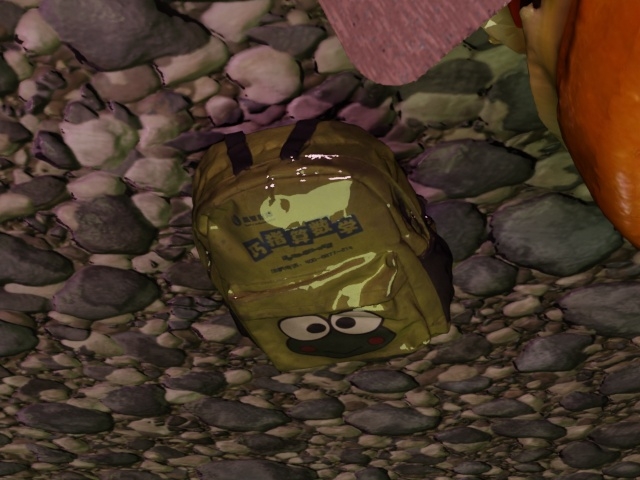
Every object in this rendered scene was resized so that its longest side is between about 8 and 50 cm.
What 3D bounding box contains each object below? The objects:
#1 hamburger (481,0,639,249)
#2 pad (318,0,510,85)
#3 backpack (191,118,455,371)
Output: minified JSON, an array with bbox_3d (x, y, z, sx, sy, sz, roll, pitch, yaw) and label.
[{"bbox_3d":[0.223,-0.167,0.439,0.329,0.250,0.330,-17,145,-13],"label":"hamburger"},{"bbox_3d":[0.022,-0.211,0.385,0.002,0.266,0.176,-11,161,-47],"label":"pad"},{"bbox_3d":[0.000,0.000,0.803,0.206,0.140,0.253,-13,139,14],"label":"backpack"}]
